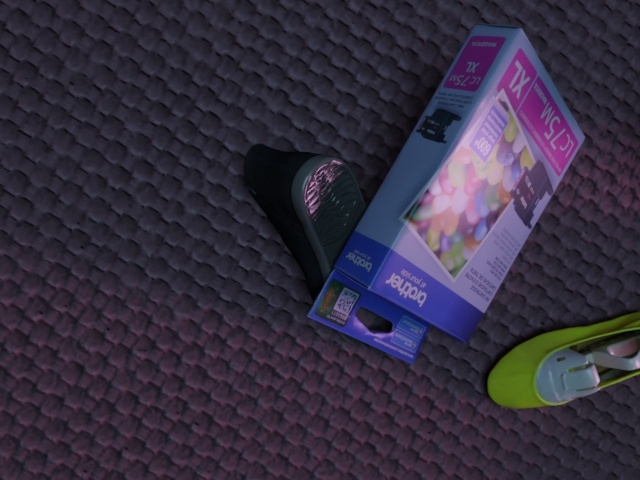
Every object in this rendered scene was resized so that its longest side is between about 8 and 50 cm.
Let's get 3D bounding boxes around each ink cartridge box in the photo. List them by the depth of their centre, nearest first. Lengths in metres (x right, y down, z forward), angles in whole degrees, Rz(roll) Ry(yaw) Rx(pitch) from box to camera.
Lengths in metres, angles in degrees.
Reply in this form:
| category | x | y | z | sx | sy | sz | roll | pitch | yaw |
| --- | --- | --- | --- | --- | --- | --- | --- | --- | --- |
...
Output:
| category | x | y | z | sx | sy | sz | roll | pitch | yaw |
| --- | --- | --- | --- | --- | --- | --- | --- | --- | --- |
| ink cartridge box | 0.135 | -0.022 | 0.522 | 0.185 | 0.065 | 0.311 | 32 | 91 | -41 |

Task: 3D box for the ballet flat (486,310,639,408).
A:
| category | x | y | z | sx | sy | sz | roll | pitch | yaw |
| --- | --- | --- | --- | --- | --- | --- | --- | --- | --- |
| ballet flat | 0.301 | 0.134 | 0.586 | 0.230 | 0.077 | 0.077 | -17 | 96 | -6 |

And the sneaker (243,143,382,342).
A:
| category | x | y | z | sx | sy | sz | roll | pitch | yaw |
| --- | --- | --- | --- | --- | --- | --- | --- | --- | --- |
| sneaker | 0.000 | 0.000 | 0.546 | 0.083 | 0.118 | 0.222 | -33 | 126 | -23 |
